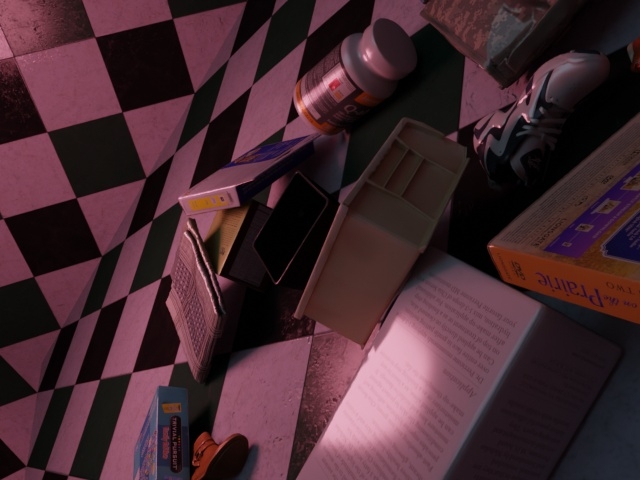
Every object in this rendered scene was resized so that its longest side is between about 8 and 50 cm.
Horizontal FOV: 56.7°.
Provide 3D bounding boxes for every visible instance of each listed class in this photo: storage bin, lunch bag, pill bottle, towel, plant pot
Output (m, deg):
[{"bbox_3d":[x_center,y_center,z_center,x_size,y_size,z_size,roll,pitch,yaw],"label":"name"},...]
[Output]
[{"bbox_3d":[0.098,-0.013,0.914,0.260,0.123,0.262,-55,-9,-43],"label":"storage bin"},{"bbox_3d":[0.325,-0.388,0.965,0.235,0.169,0.287,-49,28,23],"label":"lunch bag"},{"bbox_3d":[0.076,-0.368,1.351,0.278,0.162,0.162,-28,45,47],"label":"pill bottle"},{"bbox_3d":[-0.329,0.154,1.520,0.324,0.056,0.312,64,146,33],"label":"towel"},{"bbox_3d":[0.000,0.000,1.184,0.187,0.167,0.188,-59,29,11],"label":"plant pot"}]

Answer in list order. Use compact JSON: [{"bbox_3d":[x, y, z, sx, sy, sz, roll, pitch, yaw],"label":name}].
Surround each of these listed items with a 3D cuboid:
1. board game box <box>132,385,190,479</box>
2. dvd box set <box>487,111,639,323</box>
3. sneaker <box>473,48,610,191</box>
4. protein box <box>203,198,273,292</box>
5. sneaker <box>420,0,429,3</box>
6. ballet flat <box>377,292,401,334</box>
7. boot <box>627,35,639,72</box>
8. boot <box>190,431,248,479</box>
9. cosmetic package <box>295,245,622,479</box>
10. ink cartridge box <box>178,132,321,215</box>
[{"bbox_3d":[-0.377,0.557,1.392,0.336,0.079,0.253,-109,37,-51],"label":"board game box"},{"bbox_3d":[0.404,-0.027,0.523,0.308,0.062,0.420,-38,25,-17],"label":"dvd box set"},{"bbox_3d":[0.322,-0.155,0.864,0.235,0.094,0.153,-32,44,44],"label":"sneaker"},{"bbox_3d":[-0.196,0.005,1.525,0.200,0.136,0.201,14,80,60],"label":"protein box"},{"bbox_3d":[0.234,-0.657,1.360,0.104,0.125,0.261,-28,45,47],"label":"sneaker"},{"bbox_3d":[0.114,0.197,0.950,0.077,0.077,0.231,24,80,39],"label":"ballet flat"},{"bbox_3d":[0.448,-0.232,0.764,0.084,0.059,0.158,-41,28,40],"label":"boot"},{"bbox_3d":[-0.233,0.466,1.296,0.197,0.073,0.152,-57,26,8],"label":"boot"},{"bbox_3d":[0.142,0.261,0.757,0.453,0.161,0.230,-61,29,5],"label":"cosmetic package"},{"bbox_3d":[-0.158,-0.172,1.497,0.307,0.072,0.303,-3,28,43],"label":"ink cartridge box"}]
